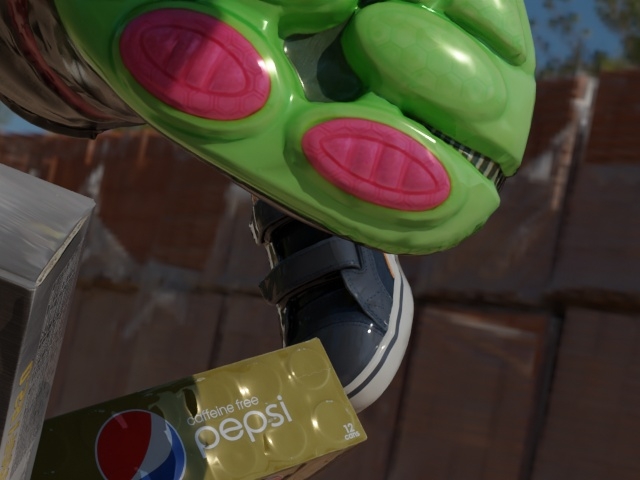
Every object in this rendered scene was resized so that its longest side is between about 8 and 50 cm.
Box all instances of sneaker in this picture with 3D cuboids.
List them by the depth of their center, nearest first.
[{"bbox_3d":[-0.085,-0.137,0.718,0.483,0.185,0.202,36,-14,32],"label":"sneaker"},{"bbox_3d":[0.000,0.000,1.263,0.126,0.321,0.127,-28,-54,27],"label":"sneaker"}]

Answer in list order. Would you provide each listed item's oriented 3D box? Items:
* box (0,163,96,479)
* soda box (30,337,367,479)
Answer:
[{"bbox_3d":[-0.194,0.055,0.541,0.183,0.231,0.056,22,36,2],"label":"box"},{"bbox_3d":[-0.071,0.105,0.733,0.181,0.061,0.058,-14,-20,-35],"label":"soda box"}]
